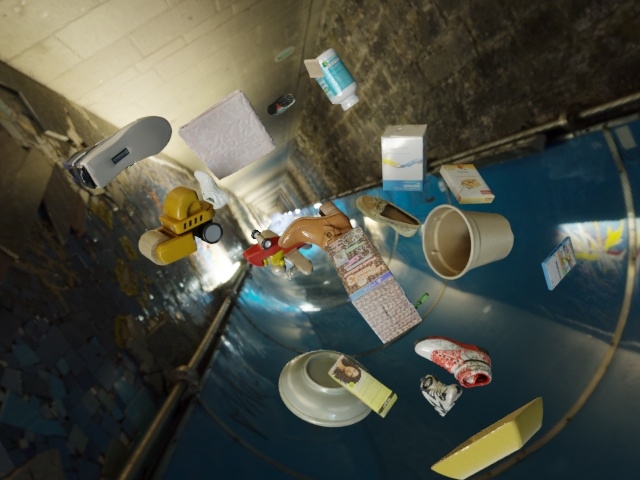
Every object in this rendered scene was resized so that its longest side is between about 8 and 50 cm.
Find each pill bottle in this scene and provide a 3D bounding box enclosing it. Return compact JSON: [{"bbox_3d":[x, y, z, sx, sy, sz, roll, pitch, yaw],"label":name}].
[{"bbox_3d":[0.074,-0.740,2.133,0.146,0.264,0.146,-35,-167,9],"label":"pill bottle"}]

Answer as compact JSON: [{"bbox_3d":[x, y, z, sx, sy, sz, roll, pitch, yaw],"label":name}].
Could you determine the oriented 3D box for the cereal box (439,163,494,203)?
[{"bbox_3d":[0.690,-0.269,2.174,0.172,0.240,0.047,-4,138,-16],"label":"cereal box"}]

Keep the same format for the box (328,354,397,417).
[{"bbox_3d":[0.141,0.493,1.565,0.087,0.232,0.058,-50,148,-18],"label":"box"}]

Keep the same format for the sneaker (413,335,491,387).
[{"bbox_3d":[0.464,0.427,1.611,0.270,0.090,0.145,10,-147,6],"label":"sneaker"}]

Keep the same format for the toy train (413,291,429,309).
[{"bbox_3d":[0.332,0.204,1.525,0.083,0.017,0.024,-46,177,-12],"label":"toy train"}]

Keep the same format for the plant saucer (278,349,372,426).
[{"bbox_3d":[0.035,0.553,1.841,0.400,0.101,0.400,6,-153,-3],"label":"plant saucer"}]

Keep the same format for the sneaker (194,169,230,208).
[{"bbox_3d":[-0.365,-0.168,1.502,0.061,0.152,0.054,-41,175,-28],"label":"sneaker"}]

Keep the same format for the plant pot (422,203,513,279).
[{"bbox_3d":[0.689,-0.007,2.097,0.305,0.334,0.334,-6,173,-25],"label":"plant pot"}]

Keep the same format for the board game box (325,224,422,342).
[{"bbox_3d":[0.163,0.133,1.465,0.141,0.232,0.291,-33,-144,5],"label":"board game box"}]

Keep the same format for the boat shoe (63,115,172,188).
[{"bbox_3d":[-0.635,-0.289,1.433,0.158,0.127,0.340,13,-136,35],"label":"boat shoe"}]

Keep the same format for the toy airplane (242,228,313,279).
[{"bbox_3d":[-0.204,0.065,2.558,0.384,0.273,0.386,10,-155,5],"label":"toy airplane"}]

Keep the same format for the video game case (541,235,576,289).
[{"bbox_3d":[0.843,0.079,1.621,0.166,0.119,0.015,-38,-154,-22],"label":"video game case"}]

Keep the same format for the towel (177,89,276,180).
[{"bbox_3d":[-0.391,-0.439,1.966,0.316,0.053,0.332,-29,142,4],"label":"towel"}]

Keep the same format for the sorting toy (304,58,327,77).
[{"bbox_3d":[-0.008,-0.557,1.483,0.083,0.062,0.012,11,-125,33],"label":"sorting toy"}]

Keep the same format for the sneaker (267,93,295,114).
[{"bbox_3d":[-0.173,-0.636,2.143,0.161,0.057,0.075,-22,-175,34],"label":"sneaker"}]

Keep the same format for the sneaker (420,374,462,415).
[{"bbox_3d":[0.453,0.578,1.782,0.094,0.153,0.235,-42,152,-16],"label":"sneaker"}]

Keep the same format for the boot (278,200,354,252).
[{"bbox_3d":[0.000,0.000,1.772,0.283,0.220,0.109,-32,157,-12],"label":"boot"}]

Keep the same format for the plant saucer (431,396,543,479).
[{"bbox_3d":[0.563,0.650,1.485,0.332,0.081,0.333,4,137,-50],"label":"plant saucer"}]

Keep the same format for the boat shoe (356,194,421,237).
[{"bbox_3d":[0.287,-0.120,1.923,0.105,0.285,0.089,-61,177,-27],"label":"boat shoe"}]

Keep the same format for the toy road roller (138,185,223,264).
[{"bbox_3d":[-0.584,-0.074,1.868,0.329,0.241,0.202,-31,-148,-32],"label":"toy road roller"}]

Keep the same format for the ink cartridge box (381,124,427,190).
[{"bbox_3d":[0.351,-0.345,1.909,0.168,0.233,0.171,3,-149,18],"label":"ink cartridge box"}]
